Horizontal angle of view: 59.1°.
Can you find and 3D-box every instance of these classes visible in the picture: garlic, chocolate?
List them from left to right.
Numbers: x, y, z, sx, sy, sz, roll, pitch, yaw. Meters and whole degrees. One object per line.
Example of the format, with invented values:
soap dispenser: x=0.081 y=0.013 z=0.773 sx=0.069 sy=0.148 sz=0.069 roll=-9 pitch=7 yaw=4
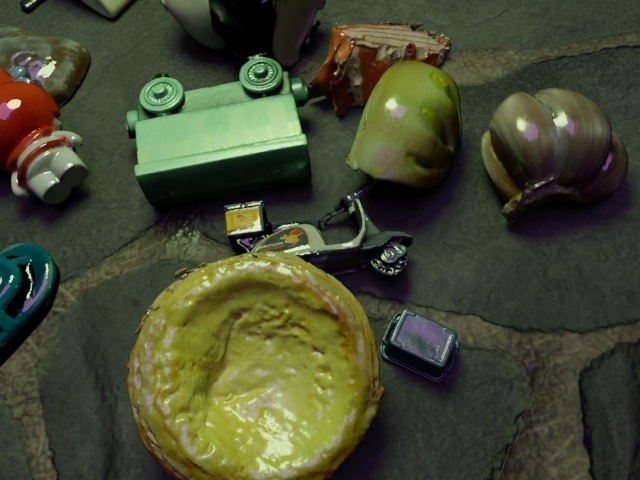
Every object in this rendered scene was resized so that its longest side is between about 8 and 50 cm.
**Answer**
chocolate: x=-0.557 y=-0.324 z=1.005 sx=0.254 sy=0.080 sz=0.156 roll=14 pitch=66 yaw=9
garlic: x=0.352 y=-0.143 z=0.837 sx=0.214 sy=0.160 sz=0.191 roll=-8 pitch=69 yaw=2

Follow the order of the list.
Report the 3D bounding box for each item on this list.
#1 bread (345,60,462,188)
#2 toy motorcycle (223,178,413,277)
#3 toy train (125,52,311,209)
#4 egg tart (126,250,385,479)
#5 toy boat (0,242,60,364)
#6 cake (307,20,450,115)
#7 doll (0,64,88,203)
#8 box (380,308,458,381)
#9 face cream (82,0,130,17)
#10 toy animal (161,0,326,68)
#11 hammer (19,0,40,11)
bread: x=0.142 y=-0.180 z=0.855 sx=0.158 sy=0.156 sz=0.260 roll=20 pitch=62 yaw=11
toy motorcycle: x=0.000 y=0.000 z=0.822 sx=0.263 sy=0.091 sz=0.157 roll=-10 pitch=61 yaw=-3
toy train: x=-0.158 y=-0.170 z=0.893 sx=0.301 sy=0.120 sz=0.202 roll=-11 pitch=67 yaw=-2
egg tart: x=-0.078 y=0.166 z=0.711 sx=0.315 sy=0.120 sz=0.314 roll=1 pitch=81 yaw=-3
toy boat: x=-0.506 y=0.117 z=0.789 sx=0.134 sy=0.092 sz=0.299 roll=29 pitch=70 yaw=19
cake: x=0.109 y=-0.322 z=0.965 sx=0.287 sy=0.135 sz=0.098 roll=-30 pitch=52 yaw=-21
doll: x=-0.494 y=-0.182 z=0.905 sx=0.290 sy=0.130 sz=0.161 roll=43 pitch=89 yaw=14
box: x=0.137 y=0.139 z=0.768 sx=0.099 sy=0.054 sz=0.074 roll=24 pitch=70 yaw=13
face cream: x=-0.371 y=-0.611 z=1.111 sx=0.173 sy=0.081 sz=0.348 roll=42 pitch=67 yaw=-21
toy animal: x=-0.136 y=-0.425 z=0.977 sx=0.267 sy=0.212 sz=0.212 roll=32 pitch=70 yaw=20
hammer: x=-0.508 y=-0.545 z=1.140 sx=0.103 sy=0.029 sz=0.246 roll=38 pitch=73 yaw=18
